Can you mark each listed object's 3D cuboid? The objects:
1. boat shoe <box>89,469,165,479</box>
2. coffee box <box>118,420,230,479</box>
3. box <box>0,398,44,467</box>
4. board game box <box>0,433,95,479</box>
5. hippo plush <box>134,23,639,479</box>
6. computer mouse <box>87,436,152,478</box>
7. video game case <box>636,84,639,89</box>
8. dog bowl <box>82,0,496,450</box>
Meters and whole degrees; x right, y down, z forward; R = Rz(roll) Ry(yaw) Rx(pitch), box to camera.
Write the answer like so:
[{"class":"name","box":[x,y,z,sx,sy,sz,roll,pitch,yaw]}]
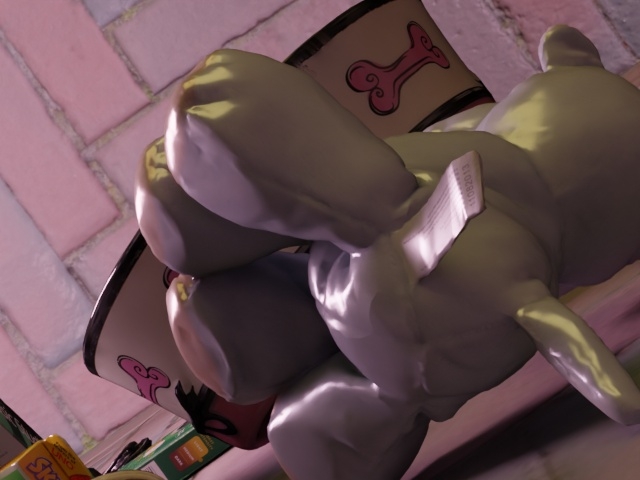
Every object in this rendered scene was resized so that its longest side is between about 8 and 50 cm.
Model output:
[{"class":"boat shoe","box":[-0.176,0.238,0.875,0.257,0.095,0.095,-42,16,-6]},{"class":"coffee box","box":[-0.126,0.203,1.535,0.184,0.040,0.113,-36,2,0]},{"class":"box","box":[-0.326,0.233,1.251,0.232,0.058,0.322,-35,-36,-5]},{"class":"board game box","box":[-0.218,0.229,1.103,0.259,0.124,0.039,-35,5,43]},{"class":"hippo plush","box":[0.065,-0.030,0.778,0.236,0.234,0.294,-37,1,-35]},{"class":"computer mouse","box":[-0.279,0.298,1.654,0.188,0.072,0.272,-37,-11,10]},{"class":"video game case","box":[0.325,-0.119,1.736,0.248,0.035,0.275,-35,2,10]},{"class":"dog bowl","box":[0.000,0.000,1.250,0.408,0.150,0.408,-47,-10,-11]}]
